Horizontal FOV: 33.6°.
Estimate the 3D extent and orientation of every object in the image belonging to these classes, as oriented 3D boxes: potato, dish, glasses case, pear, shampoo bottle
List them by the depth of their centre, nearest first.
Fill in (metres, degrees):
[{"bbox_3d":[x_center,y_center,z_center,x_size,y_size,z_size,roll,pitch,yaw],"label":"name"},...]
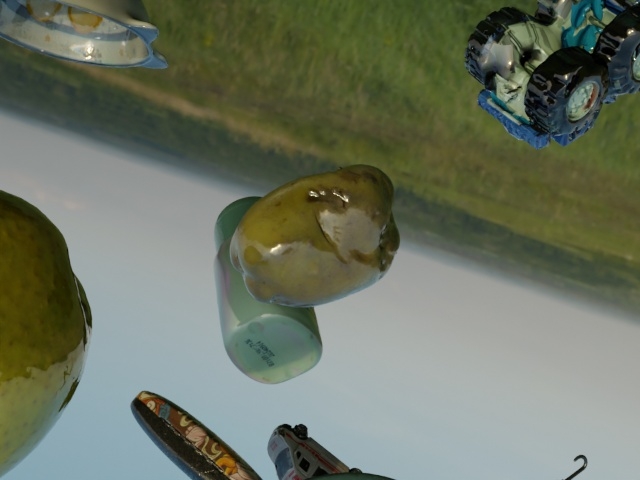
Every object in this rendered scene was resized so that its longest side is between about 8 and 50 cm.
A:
[{"bbox_3d":[-0.440,0.106,1.071,0.418,0.362,0.362,-19,-164,-19],"label":"pear"},{"bbox_3d":[-0.270,-0.271,1.182,0.228,0.086,0.236,3,168,37],"label":"dish"},{"bbox_3d":[-0.002,-0.003,1.198,0.200,0.154,0.137,-26,-154,-12],"label":"potato"},{"bbox_3d":[-0.194,0.356,1.749,0.321,0.082,0.122,33,166,29],"label":"glasses case"},{"bbox_3d":[-0.100,0.065,1.808,0.222,0.151,0.349,52,-165,-39],"label":"shampoo bottle"}]

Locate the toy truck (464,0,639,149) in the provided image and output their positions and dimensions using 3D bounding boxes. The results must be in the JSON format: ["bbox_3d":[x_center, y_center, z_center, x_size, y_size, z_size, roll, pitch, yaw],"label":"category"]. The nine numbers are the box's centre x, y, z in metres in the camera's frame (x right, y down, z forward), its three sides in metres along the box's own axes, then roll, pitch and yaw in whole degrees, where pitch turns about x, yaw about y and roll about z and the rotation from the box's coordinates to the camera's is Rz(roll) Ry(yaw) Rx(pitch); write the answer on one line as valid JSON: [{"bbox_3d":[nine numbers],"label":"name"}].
[{"bbox_3d":[0.239,-0.159,0.914,0.113,0.208,0.126,46,163,40],"label":"toy truck"}]

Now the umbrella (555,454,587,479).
[{"bbox_3d":[0.327,0.434,1.668,0.044,0.269,0.044,58,167,-22],"label":"umbrella"}]

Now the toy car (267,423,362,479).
[{"bbox_3d":[-0.017,0.423,1.889,0.210,0.089,0.108,39,-136,4],"label":"toy car"}]

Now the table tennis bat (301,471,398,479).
[{"bbox_3d":[0.064,0.299,0.689,0.215,0.044,0.329,-24,-116,-29],"label":"table tennis bat"}]
